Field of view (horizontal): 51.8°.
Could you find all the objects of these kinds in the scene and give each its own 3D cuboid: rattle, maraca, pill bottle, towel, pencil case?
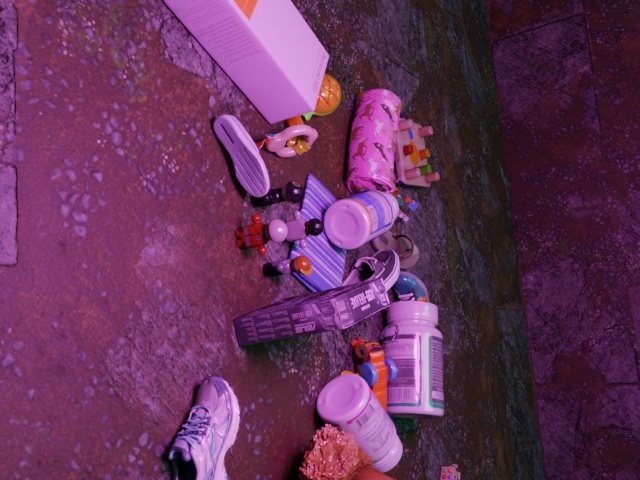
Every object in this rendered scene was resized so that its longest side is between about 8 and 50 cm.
[{"bbox_3d":[-0.115,-0.310,1.824,0.200,0.130,0.142,-5,78,-36],"label":"rattle"},{"bbox_3d":[-0.012,-0.437,2.008,0.186,0.099,0.127,-33,103,-29],"label":"maraca"},{"bbox_3d":[0.300,0.392,2.159,0.204,0.204,0.361,30,58,-51],"label":"pill bottle"},{"bbox_3d":[0.000,0.000,1.966,0.243,0.040,0.336,44,44,-40],"label":"towel"},{"bbox_3d":[0.118,0.527,1.876,0.283,0.160,0.160,59,38,-30],"label":"pill bottle"},{"bbox_3d":[0.183,-0.330,2.222,0.167,0.160,0.386,55,37,-56],"label":"pencil case"},{"bbox_3d":[0.137,-0.074,2.025,0.272,0.152,0.152,-25,103,-58],"label":"pill bottle"}]

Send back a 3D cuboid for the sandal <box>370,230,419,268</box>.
[{"bbox_3d":[0.279,0.025,2.336,0.303,0.086,0.120,25,61,-52],"label":"sandal"}]

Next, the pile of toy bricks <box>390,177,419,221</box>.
[{"bbox_3d":[0.257,-0.170,2.366,0.212,0.118,0.105,33,15,-37],"label":"pile of toy bricks"}]

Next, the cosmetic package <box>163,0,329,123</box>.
[{"bbox_3d":[-0.174,-0.547,1.720,0.453,0.162,0.230,46,46,-43],"label":"cosmetic package"}]

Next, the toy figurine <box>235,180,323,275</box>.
[{"bbox_3d":[-0.093,-0.025,1.711,0.209,0.148,0.213,54,40,-35],"label":"toy figurine"}]

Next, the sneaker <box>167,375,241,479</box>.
[{"bbox_3d":[-0.250,0.422,1.381,0.122,0.110,0.283,28,58,-48],"label":"sneaker"}]

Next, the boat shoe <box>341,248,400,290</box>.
[{"bbox_3d":[0.158,0.109,2.091,0.335,0.121,0.119,-53,130,-47],"label":"boat shoe"}]

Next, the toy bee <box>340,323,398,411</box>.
[{"bbox_3d":[0.160,0.373,2.012,0.195,0.162,0.298,20,95,-37],"label":"toy bee"}]

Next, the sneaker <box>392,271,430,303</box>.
[{"bbox_3d":[0.332,0.246,2.339,0.302,0.108,0.121,60,33,-31],"label":"sneaker"}]

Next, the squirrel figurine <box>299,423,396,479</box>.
[{"bbox_3d":[0.044,0.669,1.621,0.370,0.281,0.397,14,44,-54],"label":"squirrel figurine"}]

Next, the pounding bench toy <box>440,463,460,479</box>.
[{"bbox_3d":[0.485,0.863,2.457,0.065,0.052,0.083,50,43,-38],"label":"pounding bench toy"}]

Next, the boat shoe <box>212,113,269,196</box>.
[{"bbox_3d":[-0.185,-0.221,1.669,0.226,0.083,0.076,64,26,-9],"label":"boat shoe"}]

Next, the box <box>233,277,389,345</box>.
[{"bbox_3d":[-0.020,0.174,1.620,0.242,0.308,0.076,-16,91,-58],"label":"box"}]

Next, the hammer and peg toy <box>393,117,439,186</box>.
[{"bbox_3d":[0.315,-0.336,2.456,0.361,0.127,0.265,1,81,-57],"label":"hammer and peg toy"}]
